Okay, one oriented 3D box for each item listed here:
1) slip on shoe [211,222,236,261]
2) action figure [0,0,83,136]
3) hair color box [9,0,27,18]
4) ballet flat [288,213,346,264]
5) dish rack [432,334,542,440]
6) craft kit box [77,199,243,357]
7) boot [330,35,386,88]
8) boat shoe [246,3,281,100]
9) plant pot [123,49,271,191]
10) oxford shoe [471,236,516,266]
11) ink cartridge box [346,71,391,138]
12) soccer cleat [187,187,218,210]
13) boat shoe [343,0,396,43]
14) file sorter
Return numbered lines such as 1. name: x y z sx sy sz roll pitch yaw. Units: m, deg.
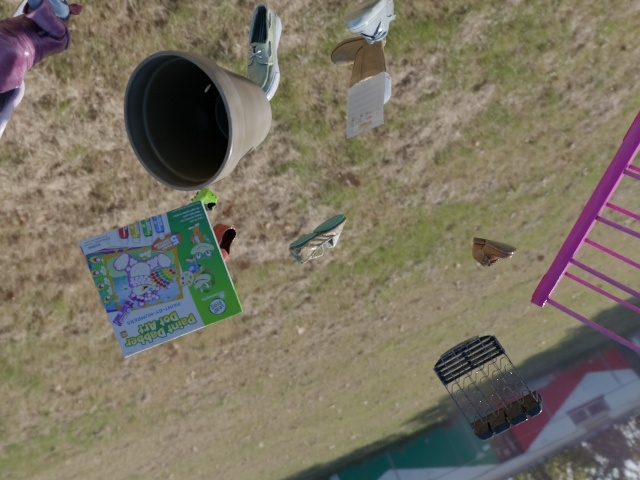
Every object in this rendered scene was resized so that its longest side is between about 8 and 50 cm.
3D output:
1. slip on shoe: -0.405 0.063 1.929 0.101 0.331 0.123 0 137 18
2. action figure: -0.625 -0.401 1.053 0.248 0.275 0.370 -9 -147 47
3. hair color box: -0.774 -0.539 1.329 0.053 0.167 0.093 0 152 43
4. ballet flat: 0.000 0.000 1.340 0.206 0.067 0.073 -32 -161 -34
5. dish rack: 0.438 0.383 1.347 0.208 0.271 0.074 -34 -178 13
6. craft kit box: -0.315 0.073 1.024 0.250 0.246 0.061 -21 -171 -10
7. boot: 0.128 -0.627 1.830 0.236 0.269 0.089 -16 139 31
8. boat shoe: -0.187 -0.574 1.562 0.109 0.302 0.094 0 171 23
9. plant pot: -0.277 -0.309 1.286 0.323 0.323 0.280 -44 175 31
10. oxford shoe: 0.457 0.037 1.344 0.076 0.076 0.212 12 -177 -1
11. ink cartridge box: 0.147 -0.404 1.540 0.145 0.179 0.045 -14 158 42
12. soccer cleat: -0.377 -0.112 1.612 0.072 0.060 0.179 32 151 -17
13. boat shoe: 0.113 -0.450 1.036 0.079 0.227 0.081 -11 120 29
14. file sorter: 0.469 -0.012 0.719 0.202 0.182 0.290 -17 133 -56
